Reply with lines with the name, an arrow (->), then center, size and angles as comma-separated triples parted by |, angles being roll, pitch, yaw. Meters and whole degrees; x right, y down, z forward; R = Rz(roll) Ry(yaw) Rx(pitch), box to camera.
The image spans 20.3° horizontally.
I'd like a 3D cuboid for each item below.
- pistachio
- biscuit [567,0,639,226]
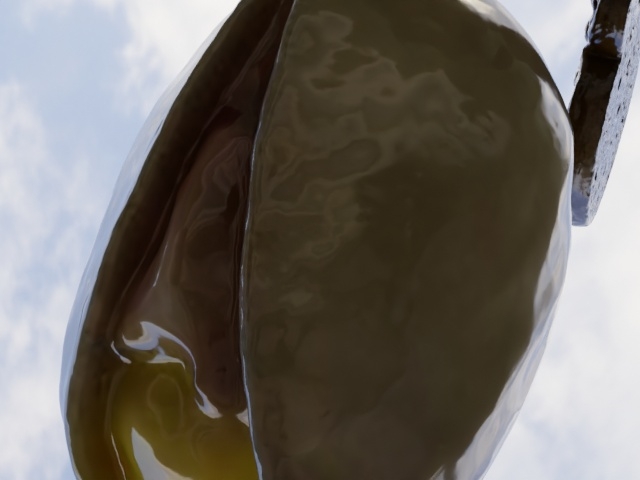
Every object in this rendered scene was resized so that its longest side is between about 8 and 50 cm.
pistachio -> 0.000, 0.000, 0.816 | 0.229, 0.230, 0.309 | 24, -122, 3
biscuit -> 0.145, -0.092, 0.910 | 0.026, 0.175, 0.124 | 14, -158, 13
